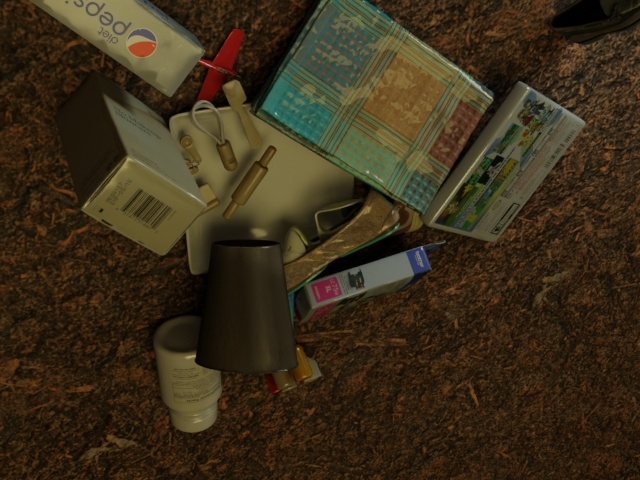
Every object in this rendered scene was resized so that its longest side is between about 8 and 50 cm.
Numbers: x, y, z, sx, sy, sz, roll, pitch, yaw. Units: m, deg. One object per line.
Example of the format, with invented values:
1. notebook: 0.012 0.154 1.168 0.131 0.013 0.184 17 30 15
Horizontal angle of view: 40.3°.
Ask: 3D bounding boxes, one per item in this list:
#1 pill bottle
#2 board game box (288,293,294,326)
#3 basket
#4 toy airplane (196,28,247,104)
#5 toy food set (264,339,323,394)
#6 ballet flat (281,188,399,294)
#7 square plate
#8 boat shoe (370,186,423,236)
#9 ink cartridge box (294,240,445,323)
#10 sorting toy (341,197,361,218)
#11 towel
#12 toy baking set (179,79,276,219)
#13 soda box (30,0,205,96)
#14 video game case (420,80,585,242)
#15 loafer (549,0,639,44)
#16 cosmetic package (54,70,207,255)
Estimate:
1. pill bottle: -0.267 0.277 1.787 0.131 0.131 0.229 -12 127 -17
2. board game box: -0.134 0.123 1.794 0.160 0.047 0.210 -10 126 -19
3. basket: -0.139 0.116 1.618 0.154 0.204 0.227 -13 105 -66
4. toy airplane: -0.189 -0.301 1.484 0.151 0.028 0.151 -12 126 -18
5. toy food set: -0.069 0.263 1.878 0.111 0.105 0.232 -22 169 3
6. ballet flat: 0.000 0.000 1.674 0.316 0.107 0.106 -32 104 12
7. square plate: -0.100 -0.118 1.640 0.344 0.049 0.347 -13 127 -15
8. boat shoe: 0.138 -0.144 1.679 0.123 0.123 0.342 -22 136 -24
9. ink cartridge box: 0.104 0.087 1.807 0.311 0.065 0.186 -19 169 -14
10. sorting toy: 0.067 -0.032 1.723 0.061 0.042 0.102 4 122 -30
11. towel: 0.099 -0.245 1.534 0.370 0.040 0.271 31 91 -16
12. toy baking set: -0.177 -0.147 1.533 0.196 0.030 0.256 30 107 -36
13. soda box: -0.321 -0.346 1.335 0.286 0.091 0.098 33 104 -32
14. video game case: 0.379 -0.147 1.788 0.300 0.036 0.329 11 119 -52
15. loafer: 0.524 -0.429 1.597 0.084 0.267 0.096 6 78 -19
16. cosmetic package: -0.305 -0.127 1.371 0.113 0.309 0.160 -46 130 12
